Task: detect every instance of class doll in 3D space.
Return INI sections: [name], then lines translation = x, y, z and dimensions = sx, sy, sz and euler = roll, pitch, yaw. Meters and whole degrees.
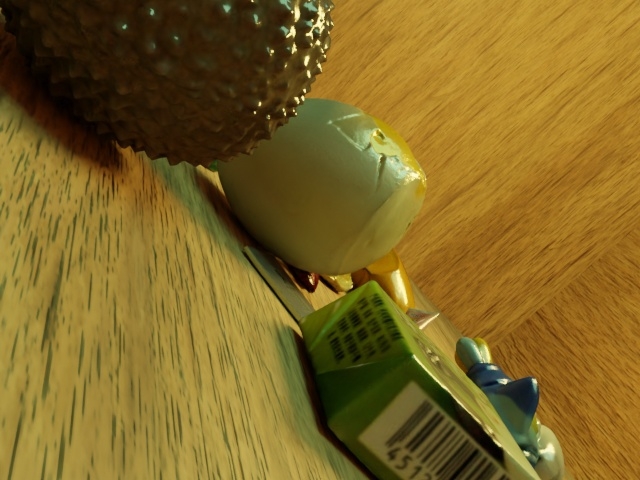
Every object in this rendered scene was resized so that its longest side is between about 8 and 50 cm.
[doll]
translation = 0.363, 0.385, 1.681
dimensions = 0.366, 0.187, 0.376
euler = 58, -9, -18

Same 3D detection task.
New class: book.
[book]
translation = -0.044, 0.084, 1.313
dimensions = 0.182, 0.014, 0.127
euler = 51, 7, 17

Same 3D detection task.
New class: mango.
[mango]
translation = 0.143, 0.104, 1.950
dimensions = 0.154, 0.126, 0.252
euler = 87, -19, -45

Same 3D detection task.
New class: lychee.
[lychee]
translation = -0.183, -0.281, 1.039
dimensions = 0.432, 0.380, 0.380
euler = 4, 38, -42

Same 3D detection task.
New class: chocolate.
[chocolate]
translation = 0.124, 0.217, 1.103
dimensions = 0.301, 0.137, 0.289
euler = 47, 6, -19

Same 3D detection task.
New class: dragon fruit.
[dragon fruit]
translation = -0.021, 0.036, 1.534
dimensions = 0.097, 0.063, 0.131
euler = 48, 6, -6

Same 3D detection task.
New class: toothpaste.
[toothpaste]
translation = 0.169, 0.180, 1.677
dimensions = 0.194, 0.067, 0.043
euler = -41, 132, -55

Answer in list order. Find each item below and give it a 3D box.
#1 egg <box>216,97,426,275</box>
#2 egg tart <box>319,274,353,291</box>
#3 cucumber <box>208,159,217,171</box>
[egg]
translation = -0.005, -0.095, 1.422
dimensions = 0.344, 0.283, 0.283
euler = 25, 2, 11
[egg tart]
translation = 0.000, 0.000, 1.797
dimensions = 0.232, 0.098, 0.252
euler = 44, 10, -7
[cucumber]
translation = -0.205, -0.160, 1.597
dimensions = 0.067, 0.035, 0.107
euler = 49, 8, -8
